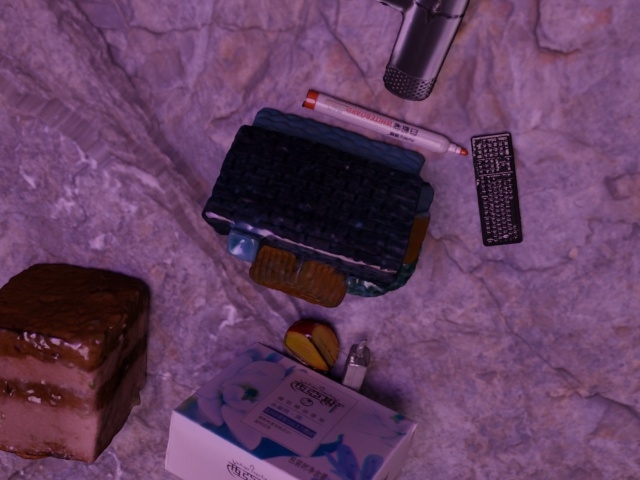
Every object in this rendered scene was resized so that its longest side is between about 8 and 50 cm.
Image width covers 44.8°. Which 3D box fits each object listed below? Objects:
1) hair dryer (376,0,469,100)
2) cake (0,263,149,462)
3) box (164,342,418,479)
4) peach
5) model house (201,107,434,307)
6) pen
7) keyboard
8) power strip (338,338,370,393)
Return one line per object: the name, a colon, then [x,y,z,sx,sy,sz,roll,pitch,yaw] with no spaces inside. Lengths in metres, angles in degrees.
hair dryer: [0.067,-0.334,0.824,0.284,0.155,0.320,22,126,-12]
cake: [-0.368,0.200,1.125,0.199,0.196,0.293,8,115,4]
box: [-0.039,0.279,1.059,0.274,0.203,0.116,23,119,22]
peach: [-0.008,0.146,1.116,0.083,0.050,0.077,33,140,4]
model house: [0.000,0.000,0.944,0.261,0.241,0.226,16,115,2]
pen: [0.082,-0.144,0.976,0.218,0.026,0.026,19,117,0]
keyboard: [0.227,-0.064,0.998,0.053,0.010,0.155,-7,114,14]
power strip: [0.040,0.221,1.147,0.030,0.047,0.191,15,118,-2]
